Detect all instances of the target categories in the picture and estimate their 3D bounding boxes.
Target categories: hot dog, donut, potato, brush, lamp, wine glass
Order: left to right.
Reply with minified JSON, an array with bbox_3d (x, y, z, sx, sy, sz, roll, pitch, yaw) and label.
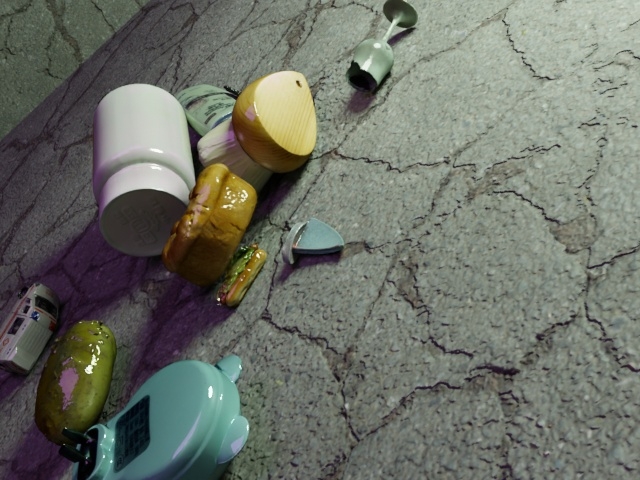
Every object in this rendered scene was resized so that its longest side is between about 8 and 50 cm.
[{"bbox_3d":[-0.441,0.252,1.437,0.149,0.113,0.251,-19,39,29],"label":"potato"},{"bbox_3d":[-0.226,0.282,1.126,0.284,0.147,0.209,-20,33,3],"label":"lamp"},{"bbox_3d":[-0.199,-0.026,1.426,0.226,0.114,0.226,-57,13,21],"label":"donut"},{"bbox_3d":[-0.141,0.058,1.388,0.056,0.041,0.133,4,57,50],"label":"hot dog"},{"bbox_3d":[-0.110,-0.218,1.561,0.166,0.174,0.267,-32,25,36],"label":"brush"},{"bbox_3d":[0.118,-0.376,1.552,0.079,0.079,0.195,-3,50,47],"label":"wine glass"}]

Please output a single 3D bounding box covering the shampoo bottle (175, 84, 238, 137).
[{"bbox_3d":[-0.230,-0.288,1.835,0.134,0.078,0.359,-25,29,-16],"label":"shampoo bottle"}]

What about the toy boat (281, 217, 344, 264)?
[{"bbox_3d":[0.001,0.000,1.315,0.122,0.034,0.096,-1,52,36],"label":"toy boat"}]

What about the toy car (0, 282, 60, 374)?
[{"bbox_3d":[-0.633,0.189,1.745,0.108,0.089,0.210,-5,52,45],"label":"toy car"}]

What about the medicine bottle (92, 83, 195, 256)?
[{"bbox_3d":[-0.380,-0.158,1.721,0.213,0.213,0.379,-34,41,16],"label":"medicine bottle"}]

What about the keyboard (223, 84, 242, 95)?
[{"bbox_3d":[-0.161,-0.321,1.817,0.204,0.061,0.013,38,106,57],"label":"keyboard"}]
